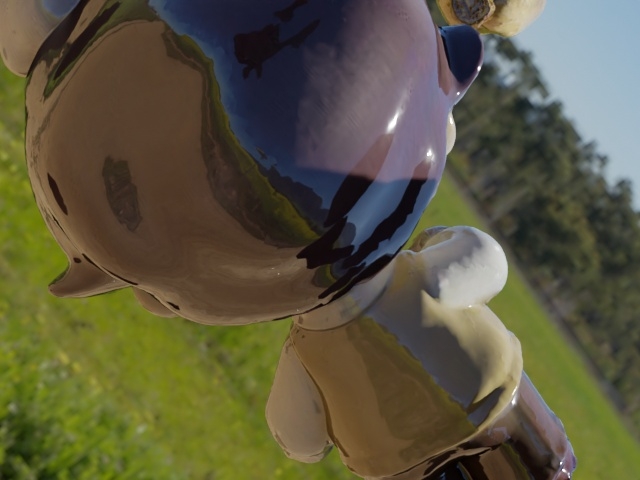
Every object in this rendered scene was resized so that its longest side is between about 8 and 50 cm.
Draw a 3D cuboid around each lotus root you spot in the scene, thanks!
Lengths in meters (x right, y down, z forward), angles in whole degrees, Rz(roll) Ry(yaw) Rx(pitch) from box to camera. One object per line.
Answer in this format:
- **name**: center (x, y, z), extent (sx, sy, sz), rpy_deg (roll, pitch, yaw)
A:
- **lotus root**: center (0.113, -0.166, 1.042), extent (0.150, 0.073, 0.062), rpy_deg (-46, 137, -68)

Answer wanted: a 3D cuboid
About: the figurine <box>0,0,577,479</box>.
- **figurine**: center (0.005, -0.009, 0.821), extent (0.365, 0.218, 0.206), rpy_deg (51, 27, -37)
